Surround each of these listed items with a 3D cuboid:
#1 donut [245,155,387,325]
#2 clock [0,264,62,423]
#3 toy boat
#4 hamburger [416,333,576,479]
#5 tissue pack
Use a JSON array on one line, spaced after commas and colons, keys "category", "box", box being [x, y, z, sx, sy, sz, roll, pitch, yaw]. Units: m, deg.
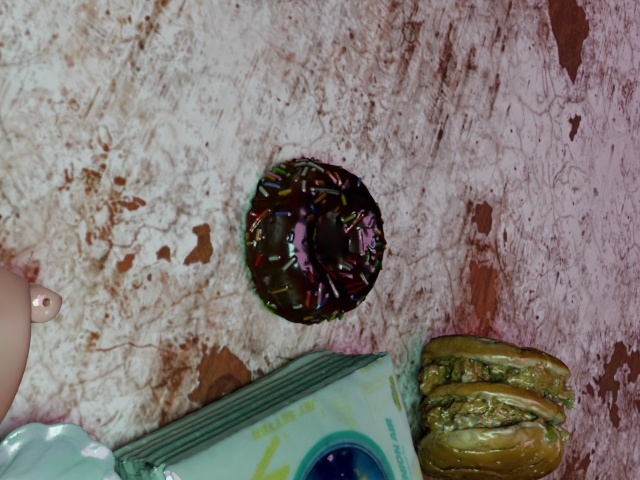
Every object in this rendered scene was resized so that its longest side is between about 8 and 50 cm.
[{"category": "donut", "box": [0.000, 0.000, 1.256, 0.235, 0.089, 0.235, 1, 89, -46]}, {"category": "clock", "box": [-0.373, 0.113, 0.821, 0.227, 0.142, 0.241, 36, 67, -40]}, {"category": "toy boat", "box": [-0.304, 0.320, 0.908, 0.199, 0.100, 0.290, 28, 67, -42]}, {"category": "hamburger", "box": [0.267, 0.269, 1.433, 0.260, 0.245, 0.211, 86, 11, -65]}, {"category": "tissue pack", "box": [-0.044, 0.321, 1.128, 0.388, 0.162, 0.287, -20, 97, -45]}]
